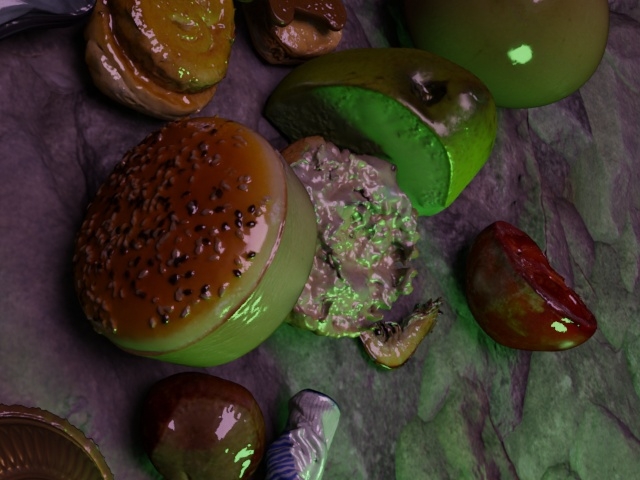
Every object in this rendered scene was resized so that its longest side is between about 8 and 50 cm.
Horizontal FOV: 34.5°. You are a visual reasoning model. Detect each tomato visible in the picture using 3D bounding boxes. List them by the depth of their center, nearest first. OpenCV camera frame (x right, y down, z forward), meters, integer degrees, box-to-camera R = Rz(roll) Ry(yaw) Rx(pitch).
[{"bbox_3d":[0.309,0.090,1.614,0.200,0.139,0.233,28,23,-39],"label":"tomato"}]

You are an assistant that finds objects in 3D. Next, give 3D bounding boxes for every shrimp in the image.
[{"bbox_3d":[0.110,0.108,1.508,0.124,0.034,0.178,51,53,-6],"label":"shrimp"}]

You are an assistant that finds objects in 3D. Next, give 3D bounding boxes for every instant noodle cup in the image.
[{"bbox_3d":[-0.300,0.296,1.015,0.273,0.090,0.274,7,77,-36],"label":"instant noodle cup"}]

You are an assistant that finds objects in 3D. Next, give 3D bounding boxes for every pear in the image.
[{"bbox_3d":[0.113,-0.175,1.446,0.286,0.281,0.176,46,55,-17],"label":"pear"}]

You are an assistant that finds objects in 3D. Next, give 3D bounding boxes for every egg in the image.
[{"bbox_3d":[0.307,-0.368,1.666,0.373,0.301,0.301,18,64,-35],"label":"egg"}]

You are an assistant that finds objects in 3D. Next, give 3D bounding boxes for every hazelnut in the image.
[{"bbox_3d":[-0.134,0.215,1.193,0.154,0.143,0.143,28,56,-11],"label":"hazelnut"}]

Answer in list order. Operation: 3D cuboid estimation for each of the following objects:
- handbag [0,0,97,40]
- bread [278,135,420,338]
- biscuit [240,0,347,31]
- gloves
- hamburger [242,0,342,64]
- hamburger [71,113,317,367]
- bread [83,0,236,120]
[{"bbox_3d":[-0.411,-0.298,1.154,0.332,0.075,0.192,-29,87,-33],"label":"handbag"},{"bbox_3d":[0.000,0.000,1.361,0.274,0.149,0.274,8,77,-37],"label":"bread"},{"bbox_3d":[-0.058,-0.354,1.426,0.204,0.031,0.138,-2,72,-39],"label":"biscuit"},{"bbox_3d":[-0.028,0.298,1.279,0.119,0.097,0.229,81,11,-56],"label":"gloves"},{"bbox_3d":[-0.041,-0.325,1.502,0.147,0.083,0.138,-14,88,-41],"label":"hamburger"},{"bbox_3d":[-0.149,-0.001,1.158,0.176,0.300,0.300,41,50,-42],"label":"hamburger"},{"bbox_3d":[-0.202,-0.272,1.313,0.198,0.120,0.236,22,62,-43],"label":"bread"}]
